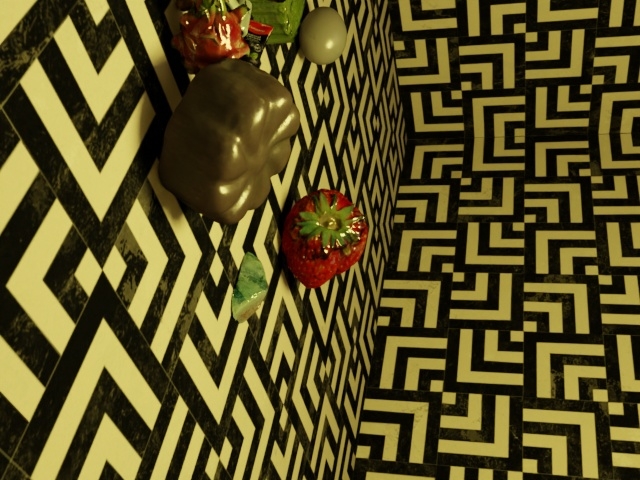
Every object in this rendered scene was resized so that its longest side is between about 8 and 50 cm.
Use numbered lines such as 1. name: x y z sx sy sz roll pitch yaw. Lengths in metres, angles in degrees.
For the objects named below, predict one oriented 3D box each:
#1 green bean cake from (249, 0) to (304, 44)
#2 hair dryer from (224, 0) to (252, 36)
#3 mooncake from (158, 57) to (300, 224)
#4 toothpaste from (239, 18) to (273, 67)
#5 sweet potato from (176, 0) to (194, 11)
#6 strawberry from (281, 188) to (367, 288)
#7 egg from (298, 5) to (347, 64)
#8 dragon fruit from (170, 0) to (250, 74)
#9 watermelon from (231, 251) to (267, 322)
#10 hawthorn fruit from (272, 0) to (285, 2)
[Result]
1. green bean cake: -0.111 -0.627 1.899 0.200 0.113 0.214 75 21 -52
2. hair dryer: -0.202 -0.534 1.702 0.137 0.047 0.082 50 43 -59
3. mooncake: -0.167 -0.186 1.444 0.306 0.154 0.306 -51 161 -25
4. toothpaste: -0.169 -0.456 1.803 0.045 0.071 0.194 120 -15 -63
5. sweet potato: -0.259 -0.482 1.497 0.179 0.044 0.044 -70 157 -67
6. strawberry: 0.000 0.000 2.156 0.239 0.250 0.288 60 -17 15
7. egg: 0.008 -0.622 2.270 0.146 0.146 0.199 70 18 -52
8. dragon fruit: -0.205 -0.410 1.445 0.137 0.135 0.236 -55 170 -42
9. watermelon: -0.171 0.114 1.826 0.094 0.081 0.180 126 -24 -71
10. hawthorn fruit: -0.140 -0.636 1.642 0.249 0.215 0.216 11 77 -39
